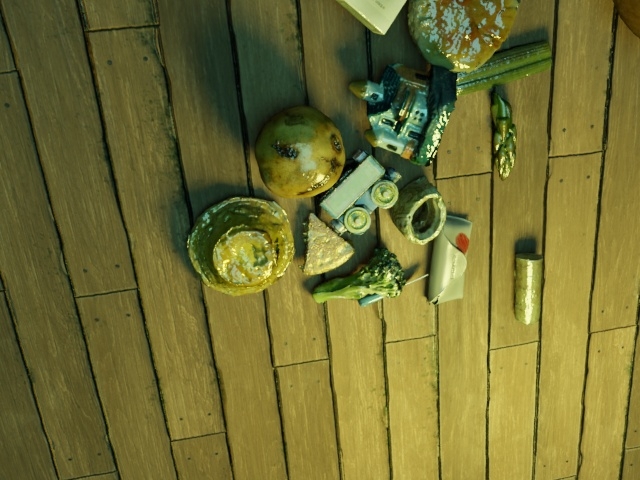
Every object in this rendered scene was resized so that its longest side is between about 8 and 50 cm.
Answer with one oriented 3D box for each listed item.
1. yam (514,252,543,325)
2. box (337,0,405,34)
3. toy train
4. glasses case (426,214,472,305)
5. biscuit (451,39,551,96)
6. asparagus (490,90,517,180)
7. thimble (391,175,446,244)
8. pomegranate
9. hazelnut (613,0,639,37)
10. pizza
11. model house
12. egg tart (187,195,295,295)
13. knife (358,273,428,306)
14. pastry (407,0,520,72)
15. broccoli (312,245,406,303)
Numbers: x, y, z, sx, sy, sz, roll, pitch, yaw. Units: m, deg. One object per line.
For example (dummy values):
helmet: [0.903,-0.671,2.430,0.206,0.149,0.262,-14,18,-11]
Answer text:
yam: [0.699,0.165,2.130,0.093,0.093,0.259,-8,112,-7]
box: [0.168,-0.692,1.640,0.164,0.069,0.256,28,99,-36]
toy train: [0.113,-0.139,1.889,0.177,0.134,0.261,43,97,-13]
glasses case: [0.422,0.073,2.048,0.128,0.083,0.308,-1,111,-9]
biscuit: [0.532,-0.510,1.873,0.322,0.038,0.099,-17,116,-4]
asparagus: [0.562,-0.316,1.932,0.080,0.080,0.287,-9,113,-7]
thimble: [0.304,-0.094,1.930,0.137,0.143,0.191,20,105,-16]
pomegranate: [-0.056,-0.246,1.763,0.260,0.260,0.260,-3,111,-9]
hazelnut: [0.997,-0.736,1.719,0.420,0.352,0.421,4,84,-36]
pizza: [0.000,0.000,1.959,0.188,0.062,0.199,-22,106,-8]
model house: [0.211,-0.372,1.778,0.291,0.184,0.253,18,135,-4]
egg tart: [-0.233,0.029,1.890,0.341,0.129,0.341,-3,110,-8]
knife: [0.238,0.160,2.066,0.244,0.058,0.032,-23,75,-1]
pastry: [0.383,-0.631,1.744,0.329,0.136,0.330,-4,113,-9]
broccoli: [0.114,0.130,2.003,0.304,0.145,0.165,-21,123,9]
